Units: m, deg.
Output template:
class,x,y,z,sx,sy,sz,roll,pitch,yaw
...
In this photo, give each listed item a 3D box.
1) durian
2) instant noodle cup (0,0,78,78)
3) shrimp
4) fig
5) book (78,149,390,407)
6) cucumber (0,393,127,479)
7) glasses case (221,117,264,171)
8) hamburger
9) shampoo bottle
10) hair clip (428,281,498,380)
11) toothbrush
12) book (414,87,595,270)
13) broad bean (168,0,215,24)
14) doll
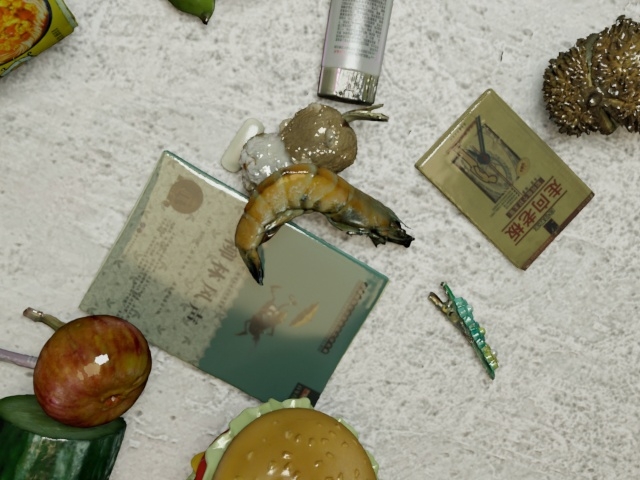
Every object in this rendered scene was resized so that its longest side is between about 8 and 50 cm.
class,x,y,z,sx,sy,sz,roll,pitch,yaw
durian,0.391,-0.203,0.801,0.196,0.196,0.167,-27,92,0
instant noodle cup,-0.455,-0.304,0.686,0.254,0.325,0.325,-29,99,-10
shrimp,0.000,0.000,0.842,0.262,0.051,0.198,21,120,-35
fig,-0.316,0.172,0.829,0.148,0.202,0.149,-3,95,-31
book,-0.122,0.074,0.886,0.379,0.031,0.264,29,96,-7
cucumber,-0.380,0.297,0.828,0.191,0.191,0.130,20,87,-6
glasses case,-0.111,-0.136,0.863,0.032,0.021,0.083,32,94,-8
hamburger,-0.043,0.346,0.783,0.275,0.212,0.274,13,54,-18
shampoo bottle,0.054,-0.306,0.835,0.086,0.056,0.227,8,97,-4
hair clip,0.227,0.138,0.913,0.049,0.049,0.173,-35,97,1
toothbrush,-0.430,0.170,0.881,0.354,0.024,0.029,16,89,-6
book,0.273,-0.087,0.895,0.231,0.026,0.161,42,93,-8
broad bean,-0.253,-0.413,0.795,0.098,0.056,0.318,-35,99,19
doll,-0.013,-0.131,0.826,0.221,0.115,0.105,-35,57,8
